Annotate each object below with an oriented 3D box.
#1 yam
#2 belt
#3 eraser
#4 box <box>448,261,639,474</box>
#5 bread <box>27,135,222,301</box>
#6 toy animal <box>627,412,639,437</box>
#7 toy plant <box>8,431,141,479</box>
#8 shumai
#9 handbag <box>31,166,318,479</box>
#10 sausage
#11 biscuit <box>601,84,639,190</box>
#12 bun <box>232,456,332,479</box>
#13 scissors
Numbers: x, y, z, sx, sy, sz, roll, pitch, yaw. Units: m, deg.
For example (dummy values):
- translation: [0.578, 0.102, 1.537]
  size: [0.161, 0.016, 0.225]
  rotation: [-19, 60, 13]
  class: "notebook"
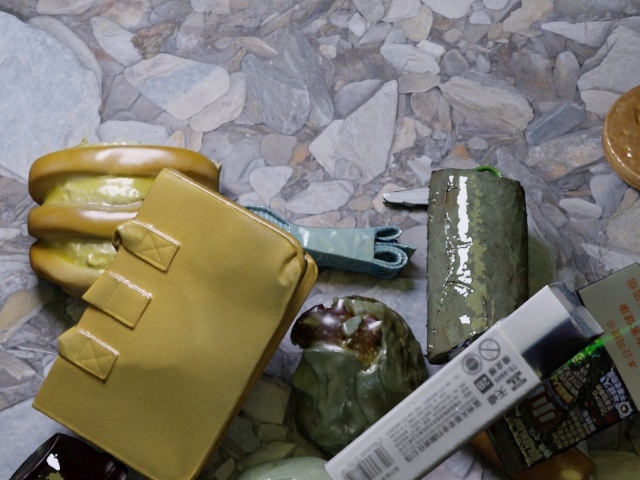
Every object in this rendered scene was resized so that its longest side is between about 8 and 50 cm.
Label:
- translation: [0.239, 0.043, 1.972]
  size: [0.168, 0.168, 0.304]
  rotation: [2, 70, -1]
  class: "yam"
- translation: [0.000, 0.000, 2.026]
  size: [0.303, 0.072, 0.087]
  rotation: [8, 64, -9]
  class: "belt"
- translation: [0.188, 0.214, 1.712]
  size: [0.404, 0.096, 0.098]
  rotation: [-42, 76, 19]
  class: "eraser"
- translation: [0.362, 0.179, 1.831]
  size: [0.310, 0.084, 0.198]
  rotation: [-22, 82, -20]
  class: "box"
- translation: [-0.306, -0.034, 1.978]
  size: [0.316, 0.211, 0.270]
  rotation: [1, 65, 2]
  class: "bread"
- translation: [0.544, 0.208, 1.949]
  size: [0.155, 0.095, 0.219]
  rotation: [16, 65, 11]
  class: "toy animal"
- translation: [-0.331, 0.398, 1.797]
  size: [0.235, 0.175, 0.218]
  rotation: [46, 62, -9]
  class: "toy plant"
- translation: [0.058, 0.181, 1.885]
  size: [0.189, 0.218, 0.255]
  rotation: [9, 63, 13]
  class: "shumai"
- translation: [-0.207, 0.124, 1.829]
  size: [0.283, 0.133, 0.401]
  rotation: [29, 93, 7]
  class: "handbag"
- translation: [0.278, 0.284, 1.892]
  size: [0.270, 0.109, 0.109]
  rotation: [38, 69, 11]
  class: "sausage"
- translation: [0.651, -0.165, 2.158]
  size: [0.355, 0.052, 0.275]
  rotation: [-3, 64, -2]
  class: "biscuit"
- translation: [-0.033, 0.423, 1.777]
  size: [0.283, 0.179, 0.283]
  rotation: [2, 64, -4]
  class: "bun"
- translation: [0.203, -0.075, 2.114]
  size: [0.205, 0.027, 0.101]
  rotation: [-1, 63, -4]
  class: "scissors"
